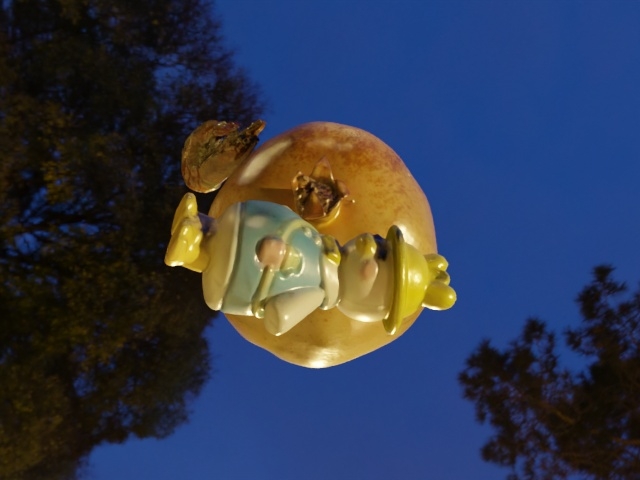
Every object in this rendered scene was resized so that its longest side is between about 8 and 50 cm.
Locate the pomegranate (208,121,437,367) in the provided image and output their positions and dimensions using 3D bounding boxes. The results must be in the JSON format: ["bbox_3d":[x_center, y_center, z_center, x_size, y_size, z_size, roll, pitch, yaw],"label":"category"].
[{"bbox_3d":[0.000,0.000,0.909,0.319,0.319,0.319,6,-79,36],"label":"pomegranate"}]

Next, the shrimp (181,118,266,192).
[{"bbox_3d":[-0.140,-0.127,1.011,0.190,0.042,0.101,-21,-104,44],"label":"shrimp"}]

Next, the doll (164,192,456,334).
[{"bbox_3d":[-0.006,0.022,0.613,0.241,0.135,0.099,7,-87,-8],"label":"doll"}]
